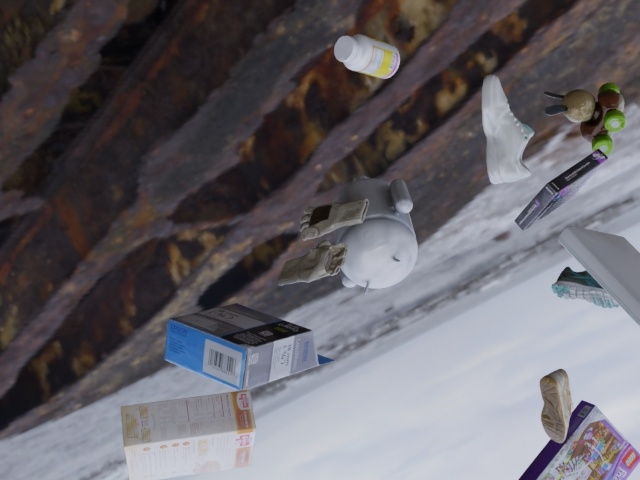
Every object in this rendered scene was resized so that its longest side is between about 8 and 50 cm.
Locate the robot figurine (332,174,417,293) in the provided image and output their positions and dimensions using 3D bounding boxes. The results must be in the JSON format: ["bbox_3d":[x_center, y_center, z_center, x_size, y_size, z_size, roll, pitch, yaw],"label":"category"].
[{"bbox_3d":[0.133,-0.019,2.242,0.200,0.353,0.300,19,124,-19],"label":"robot figurine"}]

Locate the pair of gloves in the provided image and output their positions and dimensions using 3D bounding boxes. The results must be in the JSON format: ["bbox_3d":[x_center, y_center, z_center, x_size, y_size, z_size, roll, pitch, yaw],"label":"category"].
[{"bbox_3d":[0.000,0.000,2.116,0.204,0.042,0.240,-9,-133,45],"label":"pair of gloves"}]

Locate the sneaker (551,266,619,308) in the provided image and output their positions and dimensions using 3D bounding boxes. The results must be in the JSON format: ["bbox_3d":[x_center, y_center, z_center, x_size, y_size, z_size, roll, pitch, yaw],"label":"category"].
[{"bbox_3d":[0.604,0.098,1.987,0.076,0.166,0.065,-61,150,-26],"label":"sneaker"}]

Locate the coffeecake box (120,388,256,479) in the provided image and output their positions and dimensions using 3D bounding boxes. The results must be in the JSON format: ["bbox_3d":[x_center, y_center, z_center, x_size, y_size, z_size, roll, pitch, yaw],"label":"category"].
[{"bbox_3d":[-0.193,0.290,1.314,0.186,0.068,0.142,-5,145,-12],"label":"coffeecake box"}]

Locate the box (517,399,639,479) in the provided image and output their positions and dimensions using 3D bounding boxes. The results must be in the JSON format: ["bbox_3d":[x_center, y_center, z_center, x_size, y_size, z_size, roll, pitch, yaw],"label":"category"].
[{"bbox_3d":[0.590,0.547,2.071,0.293,0.201,0.057,-47,-162,-10],"label":"box"}]

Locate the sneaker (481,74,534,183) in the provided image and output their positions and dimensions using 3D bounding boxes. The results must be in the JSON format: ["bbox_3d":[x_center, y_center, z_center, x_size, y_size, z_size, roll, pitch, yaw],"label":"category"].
[{"bbox_3d":[0.365,-0.220,1.733,0.094,0.212,0.080,-6,-176,19],"label":"sneaker"}]

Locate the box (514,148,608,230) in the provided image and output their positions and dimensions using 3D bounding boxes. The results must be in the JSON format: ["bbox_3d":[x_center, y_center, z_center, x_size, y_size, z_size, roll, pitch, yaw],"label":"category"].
[{"bbox_3d":[0.417,-0.088,1.549,0.162,0.029,0.116,-31,163,-35],"label":"box"}]

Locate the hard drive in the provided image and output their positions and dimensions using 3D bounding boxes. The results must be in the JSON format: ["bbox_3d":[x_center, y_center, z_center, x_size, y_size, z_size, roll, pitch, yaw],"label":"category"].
[{"bbox_3d":[0.674,0.110,1.854,0.233,0.353,0.047,8,126,-40],"label":"hard drive"}]

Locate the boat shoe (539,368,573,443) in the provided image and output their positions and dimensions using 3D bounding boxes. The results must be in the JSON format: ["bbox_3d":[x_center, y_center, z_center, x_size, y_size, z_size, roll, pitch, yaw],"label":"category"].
[{"bbox_3d":[0.479,0.330,1.784,0.059,0.170,0.063,-31,-144,-30],"label":"boat shoe"}]

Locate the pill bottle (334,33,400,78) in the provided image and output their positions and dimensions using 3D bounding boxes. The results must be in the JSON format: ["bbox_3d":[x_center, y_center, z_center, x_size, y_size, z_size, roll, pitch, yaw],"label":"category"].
[{"bbox_3d":[0.055,-0.221,1.066,0.043,0.043,0.083,-33,156,36],"label":"pill bottle"}]

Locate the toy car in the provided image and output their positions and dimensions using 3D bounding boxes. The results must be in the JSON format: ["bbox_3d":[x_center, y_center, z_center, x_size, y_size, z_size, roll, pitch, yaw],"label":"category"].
[{"bbox_3d":[0.650,-0.320,2.242,0.155,0.188,0.149,-79,-178,-48],"label":"toy car"}]

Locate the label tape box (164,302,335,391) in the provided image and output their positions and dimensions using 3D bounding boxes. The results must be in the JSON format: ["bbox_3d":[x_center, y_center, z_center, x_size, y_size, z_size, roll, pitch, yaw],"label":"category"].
[{"bbox_3d":[-0.150,0.227,2.035,0.241,0.105,0.334,15,-165,35],"label":"label tape box"}]
